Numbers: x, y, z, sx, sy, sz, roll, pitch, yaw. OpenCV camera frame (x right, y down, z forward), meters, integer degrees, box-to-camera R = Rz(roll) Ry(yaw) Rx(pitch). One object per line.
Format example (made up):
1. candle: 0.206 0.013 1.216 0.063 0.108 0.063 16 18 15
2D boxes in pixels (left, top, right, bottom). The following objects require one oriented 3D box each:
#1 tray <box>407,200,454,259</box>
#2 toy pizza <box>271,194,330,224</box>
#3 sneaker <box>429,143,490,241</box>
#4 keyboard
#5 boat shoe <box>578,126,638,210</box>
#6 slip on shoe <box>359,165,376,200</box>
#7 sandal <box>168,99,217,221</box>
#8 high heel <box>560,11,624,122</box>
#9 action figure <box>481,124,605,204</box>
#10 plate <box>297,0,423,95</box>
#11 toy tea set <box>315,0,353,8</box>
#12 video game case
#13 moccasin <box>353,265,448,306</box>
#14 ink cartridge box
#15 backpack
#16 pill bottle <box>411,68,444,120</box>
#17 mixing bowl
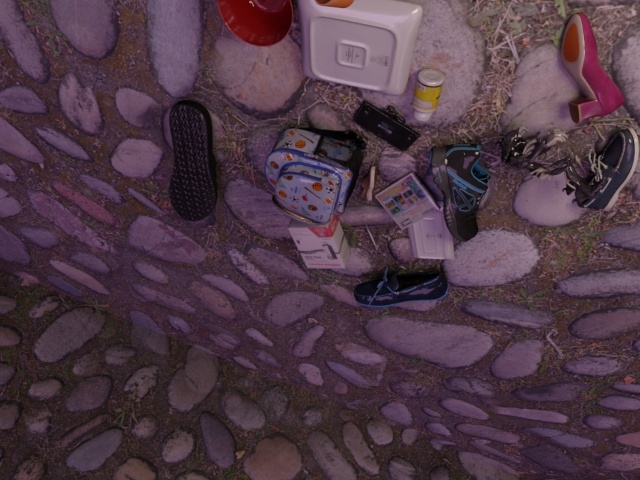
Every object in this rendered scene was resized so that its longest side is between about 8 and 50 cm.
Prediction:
1. tray: 0.355 -0.022 1.595 0.145 0.030 0.270 1 137 21
2. toy pizza: -0.057 -0.110 1.559 0.201 0.201 0.032 22 113 -2
3. sneaker: 0.411 -0.124 1.378 0.139 0.125 0.341 -9 135 25
4. keyboard: 0.186 -0.319 1.330 0.180 0.023 0.108 28 147 -11
5. boat shoe: 0.710 -0.171 1.221 0.079 0.095 0.254 -1 146 9
6. slip on shoe: 0.145 -0.174 1.495 0.041 0.051 0.135 11 148 7
7. sandal: -0.405 -0.252 1.618 0.167 0.107 0.446 18 128 5
8. high heel: 0.599 -0.380 1.058 0.117 0.082 0.244 -22 116 1
9. action figure: 0.541 -0.210 1.184 0.275 0.164 0.141 33 122 6
10. plate: 0.079 -0.448 1.148 0.278 0.045 0.277 13 157 6
11. toy tea set: -0.025 -0.586 0.900 0.124 0.336 0.200 -6 147 -42
12. video game case: 0.266 -0.119 1.501 0.143 0.019 0.157 50 135 -9
13. moccasin: 0.282 0.152 1.772 0.342 0.138 0.117 -11 129 14
14. ink cartridge box: 0.000 0.000 1.726 0.158 0.092 0.218 0 138 24
15. backpack: -0.032 -0.194 1.435 0.263 0.213 0.276 25 143 8
16. pill bottle: 0.263 -0.358 1.216 0.065 0.065 0.116 14 141 8
17. mixing bowl: -0.135 -0.557 1.131 0.181 0.098 0.181 12 141 10
